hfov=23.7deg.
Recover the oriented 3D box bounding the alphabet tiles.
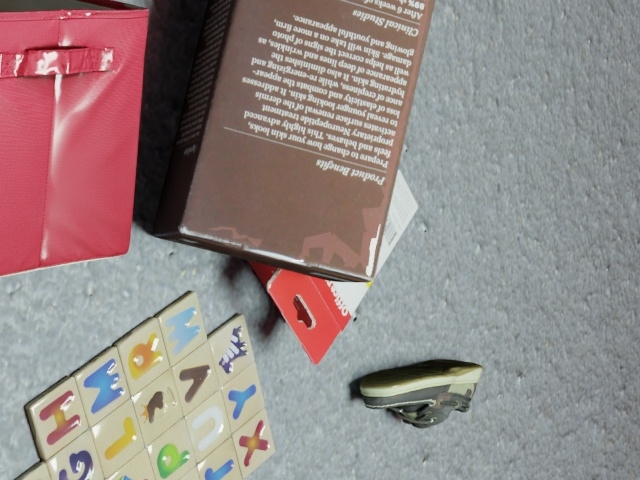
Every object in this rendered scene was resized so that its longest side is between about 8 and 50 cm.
[{"bbox_3d":[-0.165,0.224,1.475,0.342,0.011,0.285,-36,125,-43],"label":"alphabet tiles"}]

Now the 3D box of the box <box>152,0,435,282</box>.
[{"bbox_3d":[-0.014,-0.164,1.428,0.191,0.143,0.381,15,83,-17],"label":"box"}]

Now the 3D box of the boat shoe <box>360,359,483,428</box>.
[{"bbox_3d":[0.123,0.185,1.788,0.223,0.080,0.073,-4,95,-57],"label":"boat shoe"}]

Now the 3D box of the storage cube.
[{"bbox_3d":[-0.261,-0.091,1.127,0.183,0.215,0.193,-13,113,-52],"label":"storage cube"}]

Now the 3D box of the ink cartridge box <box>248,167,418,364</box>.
[{"bbox_3d":[0.000,0.000,1.590,0.231,0.078,0.134,-56,136,-29],"label":"ink cartridge box"}]
